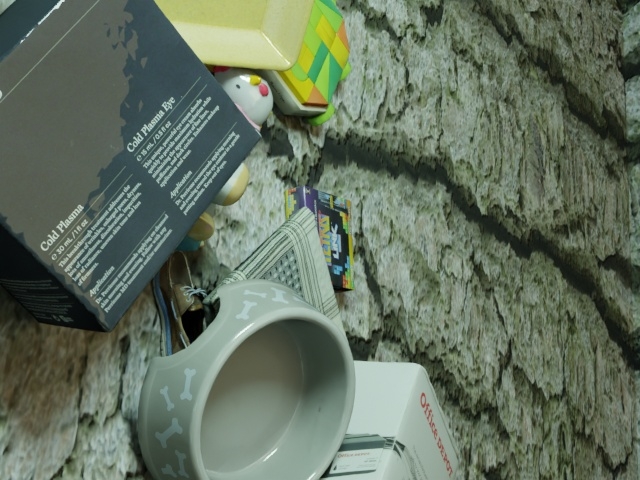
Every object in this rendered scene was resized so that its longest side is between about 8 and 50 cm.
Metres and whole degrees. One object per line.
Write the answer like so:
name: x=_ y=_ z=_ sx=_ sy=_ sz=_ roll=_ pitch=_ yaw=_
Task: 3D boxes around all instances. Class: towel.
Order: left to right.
towel: x=-0.059 y=0.156 z=1.668 sx=0.312 sy=0.056 sz=0.324 roll=-46 pitch=132 yaw=-50

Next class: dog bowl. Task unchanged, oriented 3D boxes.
dog bowl: x=-0.089 y=0.234 z=1.512 sx=0.349 sy=0.102 sz=0.348 roll=-15 pitch=112 yaw=-41

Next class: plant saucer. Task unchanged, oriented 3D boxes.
plant saucer: x=-0.144 y=-0.426 z=1.537 sx=0.333 sy=0.081 sz=0.333 roll=-2 pitch=120 yaw=-39

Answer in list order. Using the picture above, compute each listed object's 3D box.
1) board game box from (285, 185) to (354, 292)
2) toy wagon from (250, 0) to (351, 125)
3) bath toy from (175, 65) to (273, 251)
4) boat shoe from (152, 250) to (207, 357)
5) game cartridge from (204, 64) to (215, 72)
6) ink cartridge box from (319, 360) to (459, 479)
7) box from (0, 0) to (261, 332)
board game box: x=0.000 y=0.000 z=1.863 sx=0.141 sy=0.048 sz=0.170 roll=14 pitch=69 yaw=-53
toy wagon: x=-0.033 y=-0.387 z=1.912 sx=0.267 sy=0.068 sz=0.344 roll=51 pitch=43 yaw=-33
bath toy: x=-0.158 y=-0.146 z=1.591 sx=0.129 sy=0.151 sz=0.348 roll=68 pitch=31 yaw=-41
boat shoe: x=-0.197 y=0.095 z=1.542 sx=0.066 sy=0.066 sz=0.183 roll=-1 pitch=81 yaw=-55
game cartridge: x=-0.200 y=-0.443 z=1.574 sx=0.324 sy=0.053 sz=0.285 roll=29 pitch=97 yaw=-49
ink cartridge box: x=0.077 y=0.431 z=1.699 sx=0.395 sy=0.166 sz=0.285 roll=-65 pitch=145 yaw=-40
box: x=-0.300 y=-0.119 z=1.286 sx=0.312 sy=0.179 sz=0.343 roll=53 pitch=58 yaw=-30
